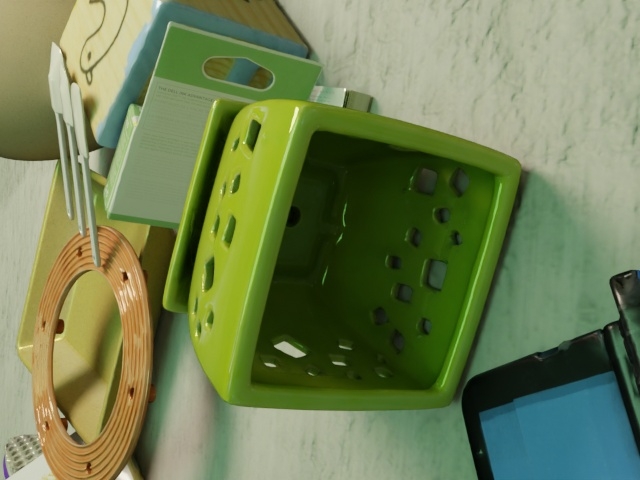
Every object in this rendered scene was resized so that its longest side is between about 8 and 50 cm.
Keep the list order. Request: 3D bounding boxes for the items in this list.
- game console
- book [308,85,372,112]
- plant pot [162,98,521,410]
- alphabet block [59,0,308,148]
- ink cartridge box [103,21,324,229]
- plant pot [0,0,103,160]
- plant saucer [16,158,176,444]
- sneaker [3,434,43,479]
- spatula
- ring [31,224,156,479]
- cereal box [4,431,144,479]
[{"bbox_3d":[0.169,0.198,0.500,0.173,0.250,0.293,-19,68,18],"label":"game console"},{"bbox_3d":[-0.002,-0.089,0.849,0.096,0.035,0.144,21,101,54],"label":"book"},{"bbox_3d":[0.000,0.000,0.689,0.207,0.228,0.227,27,105,56],"label":"plant pot"},{"bbox_3d":[-0.164,-0.224,0.935,0.192,0.193,0.197,-54,47,27],"label":"alphabet block"},{"bbox_3d":[-0.119,-0.115,0.856,0.235,0.171,0.056,-65,31,29],"label":"ink cartridge box"},{"bbox_3d":[-0.335,-0.237,1.114,0.190,0.284,0.284,12,94,17],"label":"plant pot"},{"bbox_3d":[-0.316,0.072,1.150,0.332,0.081,0.333,27,104,49],"label":"plant saucer"},{"bbox_3d":[-0.413,0.419,1.189,0.293,0.102,0.146,43,117,44],"label":"sneaker"},{"bbox_3d":[-0.297,-0.102,0.976,0.168,0.019,0.242,44,141,46],"label":"spatula"},{"bbox_3d":[-0.291,0.148,1.024,0.336,0.032,0.337,-12,75,49],"label":"ring"},{"bbox_3d":[-0.348,0.363,1.067,0.240,0.047,0.173,-36,50,-3],"label":"cereal box"}]
